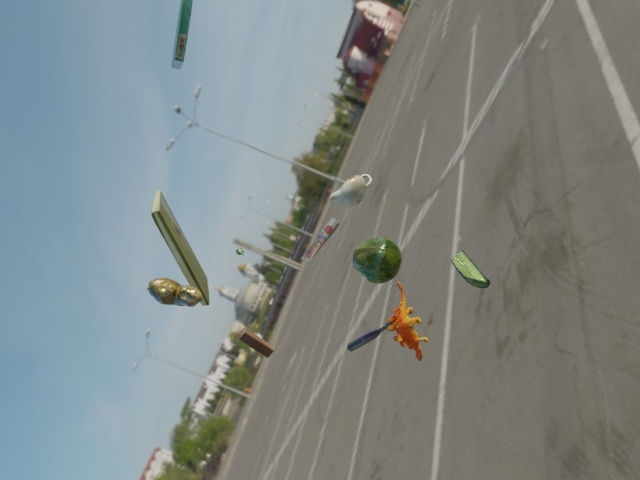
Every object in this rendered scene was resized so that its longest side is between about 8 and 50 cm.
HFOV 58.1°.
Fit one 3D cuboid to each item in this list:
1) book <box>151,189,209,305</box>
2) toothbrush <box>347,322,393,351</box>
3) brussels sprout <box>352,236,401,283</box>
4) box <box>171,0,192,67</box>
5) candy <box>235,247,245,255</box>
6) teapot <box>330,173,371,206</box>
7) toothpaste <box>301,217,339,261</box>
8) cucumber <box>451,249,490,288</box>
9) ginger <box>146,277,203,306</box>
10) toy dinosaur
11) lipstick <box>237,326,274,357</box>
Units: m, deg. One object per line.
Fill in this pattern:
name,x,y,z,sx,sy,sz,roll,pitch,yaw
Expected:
book,-0.446,0.023,1.851,0.035,0.352,0.239,-24,24,-3
toothbrush,0.203,0.394,2.364,0.364,0.041,0.041,-44,20,55
brussels sprout,0.209,0.068,2.108,0.144,0.180,0.161,-29,-43,-58
box,-0.496,-0.743,2.066,0.162,0.041,0.229,-162,80,-71
candy,-0.240,0.039,1.765,0.023,0.025,0.083,-29,20,-15
teapot,0.143,-0.210,2.440,0.226,0.092,0.145,-38,-25,-32
toothpaste,0.000,0.000,2.192,0.194,0.043,0.067,-52,29,-13
cucumber,0.537,0.114,2.101,0.220,0.070,0.046,-118,15,-56
ginger,-0.463,0.159,1.771,0.333,0.148,0.081,170,110,-66
toy dinosaur,0.284,0.289,1.973,0.117,0.288,0.070,-25,11,-25
lipstick,-0.246,0.389,2.197,0.045,0.145,0.045,-51,24,1
